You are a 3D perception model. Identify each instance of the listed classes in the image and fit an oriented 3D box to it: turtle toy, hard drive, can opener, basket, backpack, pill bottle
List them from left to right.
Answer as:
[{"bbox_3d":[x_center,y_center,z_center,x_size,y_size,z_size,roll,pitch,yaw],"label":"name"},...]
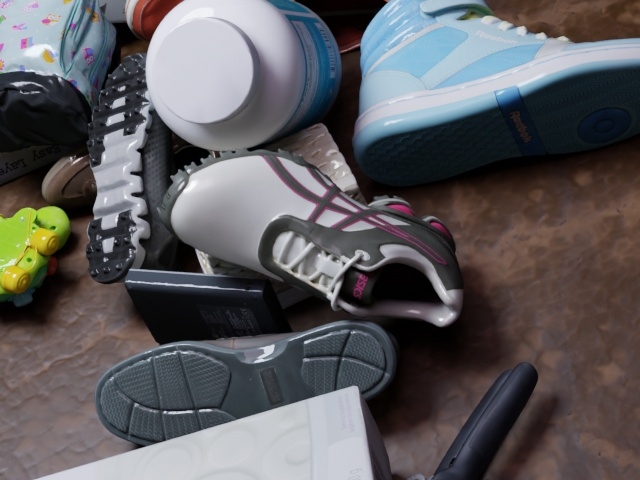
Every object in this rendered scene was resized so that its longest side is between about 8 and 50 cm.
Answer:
[{"bbox_3d":[-0.290,0.013,1.627,0.095,0.066,0.130,18,57,30],"label":"turtle toy"},{"bbox_3d":[-0.270,-0.182,1.675,0.152,0.115,0.182,1,51,18],"label":"backpack"},{"bbox_3d":[-0.098,0.064,1.498,0.135,0.094,0.022,3,53,21],"label":"hard drive"},{"bbox_3d":[-0.074,-0.158,1.562,0.146,0.146,0.264,1,6,12],"label":"pill bottle"},{"bbox_3d":[-0.038,-0.016,1.542,0.167,0.103,0.113,-25,46,-3],"label":"basket"},{"bbox_3d":[0.124,0.174,1.364,0.059,0.073,0.186,-28,25,52],"label":"can opener"}]

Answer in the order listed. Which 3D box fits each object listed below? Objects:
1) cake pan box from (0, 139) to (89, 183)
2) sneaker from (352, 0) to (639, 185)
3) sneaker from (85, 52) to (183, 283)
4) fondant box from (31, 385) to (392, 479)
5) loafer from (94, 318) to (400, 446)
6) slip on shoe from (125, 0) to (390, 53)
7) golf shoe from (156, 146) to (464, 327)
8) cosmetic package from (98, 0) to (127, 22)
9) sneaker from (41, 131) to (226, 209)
[{"bbox_3d":[-0.378,-0.155,1.806,0.266,0.070,0.246,-25,49,-3],"label":"cake pan box"},{"bbox_3d":[0.178,-0.184,1.594,0.319,0.127,0.208,-11,53,9],"label":"sneaker"},{"bbox_3d":[-0.165,-0.060,1.604,0.078,0.106,0.234,-12,68,36],"label":"sneaker"},{"bbox_3d":[-0.101,0.265,1.293,0.330,0.096,0.238,-18,37,7],"label":"fondant box"},{"bbox_3d":[-0.059,0.124,1.457,0.267,0.084,0.096,-10,90,11],"label":"loafer"},{"bbox_3d":[-0.045,-0.241,1.739,0.331,0.123,0.101,-2,53,11],"label":"slip on shoe"},{"bbox_3d":[0.000,0.000,1.422,0.272,0.105,0.120,13,23,-18],"label":"golf shoe"},{"bbox_3d":[-0.242,-0.334,1.814,0.183,0.151,0.151,-7,41,-27],"label":"cosmetic package"},{"bbox_3d":[-0.184,-0.069,1.665,0.188,0.066,0.071,-25,52,-2],"label":"sneaker"}]
